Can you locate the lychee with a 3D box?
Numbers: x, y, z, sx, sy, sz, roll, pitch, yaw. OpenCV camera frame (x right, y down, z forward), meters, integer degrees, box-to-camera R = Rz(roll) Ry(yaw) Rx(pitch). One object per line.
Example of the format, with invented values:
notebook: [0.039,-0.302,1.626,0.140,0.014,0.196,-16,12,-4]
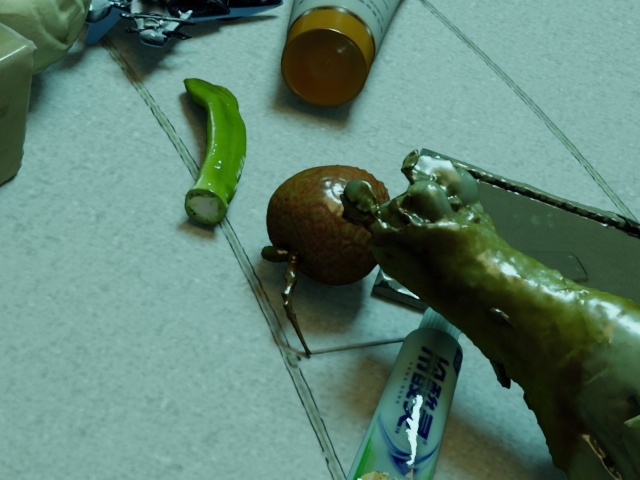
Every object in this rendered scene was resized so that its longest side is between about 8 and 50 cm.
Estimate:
lychee: [0.004,-0.005,0.987,0.114,0.101,0.140,40,40,11]

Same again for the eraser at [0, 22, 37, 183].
eraser: [-0.357,-0.045,0.887,0.078,0.144,0.343,33,43,15]

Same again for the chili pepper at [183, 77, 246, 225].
chili pepper: [-0.094,-0.090,1.096,0.052,0.050,0.201,39,28,-32]

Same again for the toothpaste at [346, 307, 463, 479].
toothpaste: [0.056,0.157,0.875,0.075,0.048,0.297,19,44,5]

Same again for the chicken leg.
chicken leg: [0.197,0.081,0.882,0.429,0.201,0.153,38,5,13]

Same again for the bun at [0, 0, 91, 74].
bun: [-0.280,-0.217,1.095,0.128,0.193,0.178,21,60,-34]

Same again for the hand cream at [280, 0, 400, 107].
hand cream: [0.020,-0.254,1.279,0.140,0.089,0.314,18,37,1]

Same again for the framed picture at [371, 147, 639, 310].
framed picture: [0.200,0.021,1.085,0.281,0.019,0.209,20,42,5]

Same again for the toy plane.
toy plane: [-0.142,-0.250,1.226,0.246,0.078,0.169,-10,47,-27]
